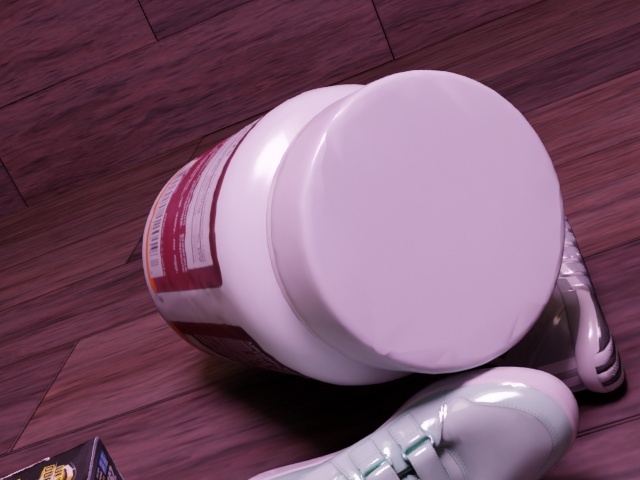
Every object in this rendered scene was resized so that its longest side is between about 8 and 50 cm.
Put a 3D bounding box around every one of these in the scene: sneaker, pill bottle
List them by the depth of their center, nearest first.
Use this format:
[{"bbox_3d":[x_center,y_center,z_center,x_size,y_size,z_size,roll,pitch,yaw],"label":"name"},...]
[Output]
[{"bbox_3d":[0.043,0.175,0.505,0.255,0.094,0.151,-29,12,16],"label":"sneaker"},{"bbox_3d":[0.000,0.000,0.696,0.224,0.224,0.392,-32,9,-22],"label":"pill bottle"},{"bbox_3d":[0.158,0.053,0.701,0.132,0.086,0.229,-21,21,16],"label":"sneaker"}]

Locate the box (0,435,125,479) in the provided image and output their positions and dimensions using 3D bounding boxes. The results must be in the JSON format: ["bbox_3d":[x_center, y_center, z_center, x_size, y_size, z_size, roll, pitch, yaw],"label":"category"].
[{"bbox_3d":[-0.269,0.294,0.586,0.257,0.079,0.322,-22,20,-2],"label":"box"}]
